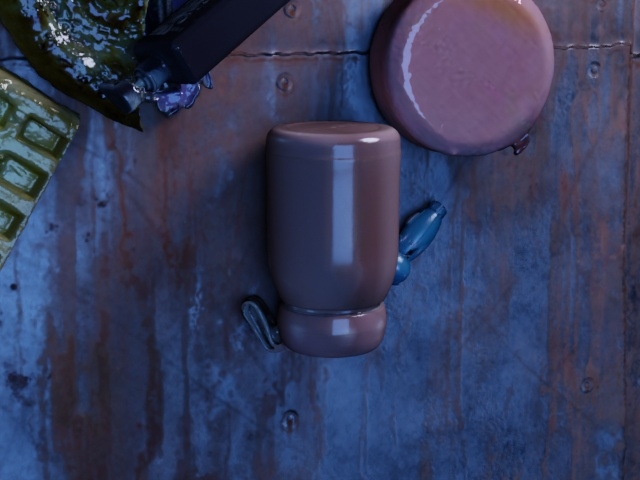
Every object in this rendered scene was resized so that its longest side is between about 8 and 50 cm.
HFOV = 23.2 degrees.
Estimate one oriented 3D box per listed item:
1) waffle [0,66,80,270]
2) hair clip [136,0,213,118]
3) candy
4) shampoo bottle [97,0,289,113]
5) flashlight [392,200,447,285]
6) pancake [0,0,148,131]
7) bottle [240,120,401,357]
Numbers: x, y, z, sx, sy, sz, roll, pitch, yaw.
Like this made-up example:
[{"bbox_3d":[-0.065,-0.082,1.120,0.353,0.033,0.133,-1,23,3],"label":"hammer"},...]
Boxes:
[{"bbox_3d":[-0.418,-0.074,1.872,0.168,0.057,0.274,31,85,-23],"label":"waffle"},{"bbox_3d":[-0.191,-0.249,1.937,0.124,0.052,0.195,-13,109,-11],"label":"hair clip"},{"bbox_3d":[0.190,-0.225,2.051,0.255,0.094,0.255,-3,101,-19],"label":"candy"},{"bbox_3d":[-0.136,-0.256,1.878,0.309,0.098,0.071,-46,125,-26],"label":"shampoo bottle"},{"bbox_3d":[0.124,0.004,2.096,0.051,0.051,0.129,45,78,-21],"label":"flashlight"},{"bbox_3d":[-0.293,-0.299,1.864,0.197,0.054,0.377,-29,109,1],"label":"pancake"},{"bbox_3d":[0.000,0.000,1.995,0.206,0.173,0.297,2,103,12],"label":"bottle"}]
